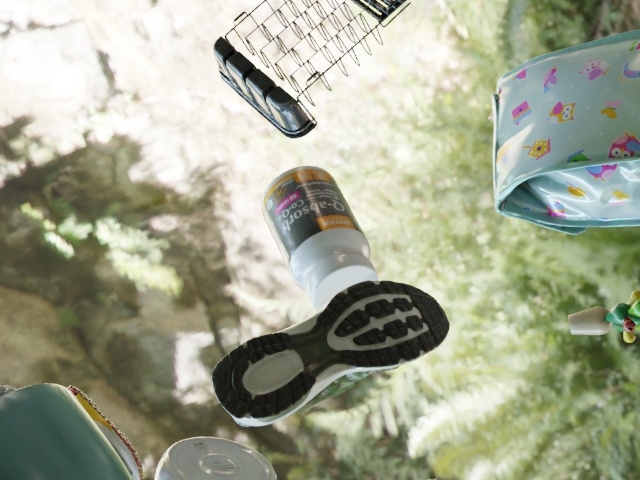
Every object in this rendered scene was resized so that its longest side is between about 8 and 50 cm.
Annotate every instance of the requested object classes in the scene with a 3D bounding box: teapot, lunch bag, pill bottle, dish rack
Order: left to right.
[{"bbox_3d":[-0.213,0.510,2.253,0.252,0.256,0.187,-67,-8,-72],"label":"teapot"},{"bbox_3d":[-0.008,-0.295,1.656,0.208,0.271,0.074,44,174,34],"label":"dish rack"},{"bbox_3d":[0.000,0.000,2.213,0.162,0.162,0.278,50,-170,-47],"label":"pill bottle"},{"bbox_3d":[0.344,-0.133,1.479,0.160,0.262,0.223,58,-148,-49],"label":"lunch bag"}]

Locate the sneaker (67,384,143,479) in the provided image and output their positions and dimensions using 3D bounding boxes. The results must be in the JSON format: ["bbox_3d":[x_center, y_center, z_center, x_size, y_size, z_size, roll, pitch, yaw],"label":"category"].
[{"bbox_3d":[-0.418,0.378,2.195,0.225,0.093,0.088,46,170,1],"label":"sneaker"}]

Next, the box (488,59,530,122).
[{"bbox_3d":[0.319,-0.214,1.762,0.036,0.114,0.207,32,-175,-9],"label":"box"}]

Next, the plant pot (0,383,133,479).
[{"bbox_3d":[-0.370,0.378,1.557,0.235,0.293,0.293,40,-173,24],"label":"plant pot"}]

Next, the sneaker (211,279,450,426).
[{"bbox_3d":[0.013,0.192,1.912,0.182,0.410,0.158,107,141,-64],"label":"sneaker"}]

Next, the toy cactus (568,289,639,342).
[{"bbox_3d":[0.528,0.144,2.053,0.219,0.180,0.112,-2,-97,-77],"label":"toy cactus"}]

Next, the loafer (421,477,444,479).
[{"bbox_3d":[0.227,0.513,2.310,0.267,0.084,0.096,24,-131,-67],"label":"loafer"}]

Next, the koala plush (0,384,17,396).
[{"bbox_3d":[-0.513,0.326,1.842,0.203,0.196,0.221,120,162,-67],"label":"koala plush"}]
